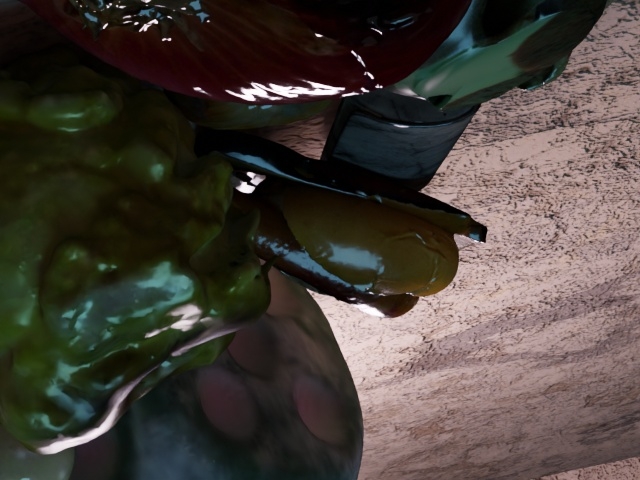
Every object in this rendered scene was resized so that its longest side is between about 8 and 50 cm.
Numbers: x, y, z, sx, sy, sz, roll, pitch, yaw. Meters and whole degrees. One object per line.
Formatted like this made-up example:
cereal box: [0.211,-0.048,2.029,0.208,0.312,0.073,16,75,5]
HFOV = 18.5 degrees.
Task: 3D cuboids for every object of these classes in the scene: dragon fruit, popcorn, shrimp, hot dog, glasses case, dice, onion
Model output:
dragon fruit: [0.125,-0.197,1.513,0.295,0.130,0.268,-26,164,28]
popcorn: [-0.199,-0.005,1.560,0.312,0.312,0.312,-14,161,-5]
shrimp: [-0.061,-0.142,1.569,0.152,0.063,0.287,-4,167,10]
hot dog: [0.005,0.000,1.854,0.326,0.107,0.194,17,168,-23]
glasses case: [0.066,-0.095,1.758,0.114,0.060,0.299,3,169,-4]
dice: [-0.186,0.171,1.935,0.328,0.348,0.330,-37,154,28]
onion: [-0.055,-0.241,1.085,0.348,0.285,0.347,18,147,12]

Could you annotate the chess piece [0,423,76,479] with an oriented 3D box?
chess piece: [-0.301,0.096,1.727,0.167,0.299,0.167,-13,160,-5]
